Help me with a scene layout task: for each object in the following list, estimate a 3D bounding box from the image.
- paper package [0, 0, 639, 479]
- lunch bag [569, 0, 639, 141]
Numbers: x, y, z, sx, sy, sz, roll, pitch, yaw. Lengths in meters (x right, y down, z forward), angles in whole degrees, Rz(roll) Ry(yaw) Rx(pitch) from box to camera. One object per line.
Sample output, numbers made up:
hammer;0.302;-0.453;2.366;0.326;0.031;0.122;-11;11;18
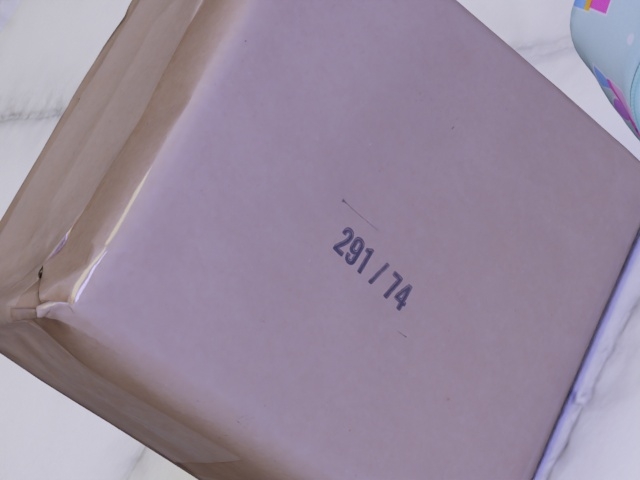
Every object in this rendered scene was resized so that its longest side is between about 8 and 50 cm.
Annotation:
paper package;0.000;0.000;1.114;0.168;0.325;0.309;-4;54;56
lunch bag;0.267;-0.084;0.851;0.224;0.279;0.108;-43;32;13
